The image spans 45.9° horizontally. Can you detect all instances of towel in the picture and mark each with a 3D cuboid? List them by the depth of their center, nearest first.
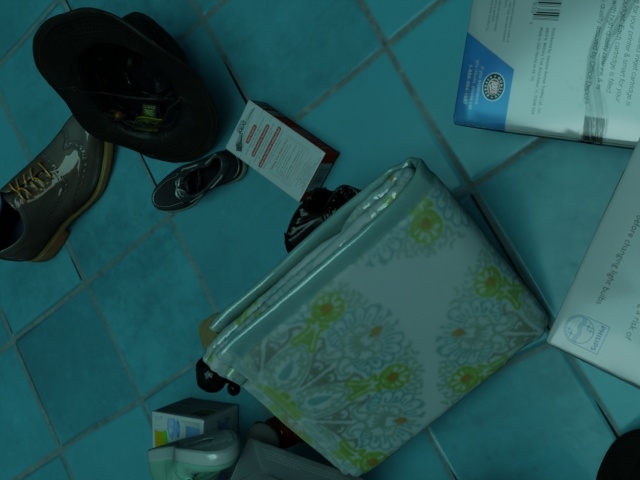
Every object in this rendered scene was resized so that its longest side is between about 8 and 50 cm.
[{"bbox_3d":[0.076,0.118,1.002,0.374,0.090,0.320,-40,119,7],"label":"towel"}]

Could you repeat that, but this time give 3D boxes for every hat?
[{"bbox_3d":[-0.297,-0.281,1.257,0.331,0.331,0.134,1,55,29],"label":"hat"}]

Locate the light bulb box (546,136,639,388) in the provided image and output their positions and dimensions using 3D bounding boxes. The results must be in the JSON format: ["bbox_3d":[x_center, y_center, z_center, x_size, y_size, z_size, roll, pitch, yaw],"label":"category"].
[{"bbox_3d":[0.458,0.089,0.758,0.361,0.358,0.225,25,93,24],"label":"light bulb box"}]

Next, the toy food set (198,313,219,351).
[{"bbox_3d":[-0.175,0.169,1.315,0.083,0.020,0.083,-29,80,26],"label":"toy food set"}]

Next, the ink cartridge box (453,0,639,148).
[{"bbox_3d":[0.345,-0.233,0.944,0.307,0.129,0.223,13,99,27],"label":"ink cartridge box"}]

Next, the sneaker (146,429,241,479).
[{"bbox_3d":[-0.175,0.373,1.138,0.256,0.094,0.151,-28,75,54],"label":"sneaker"}]

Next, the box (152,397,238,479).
[{"bbox_3d":[-0.214,0.387,1.302,0.114,0.103,0.203,1,94,28],"label":"box"}]

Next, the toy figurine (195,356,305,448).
[{"bbox_3d":[-0.067,0.213,1.186,0.209,0.148,0.213,-44,73,24],"label":"toy figurine"}]

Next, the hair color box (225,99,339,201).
[{"bbox_3d":[-0.063,-0.144,1.216,0.167,0.053,0.093,37,111,20],"label":"hair color box"}]

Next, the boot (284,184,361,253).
[{"bbox_3d":[0.000,0.000,1.103,0.246,0.207,0.094,-36,76,26],"label":"boot"}]

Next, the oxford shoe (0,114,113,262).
[{"bbox_3d":[-0.508,-0.097,1.415,0.130,0.132,0.364,41,111,21],"label":"oxford shoe"}]

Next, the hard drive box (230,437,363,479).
[{"bbox_3d":[-0.047,0.418,1.137,0.181,0.089,0.232,18,136,8],"label":"hard drive box"}]

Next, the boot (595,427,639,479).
[{"bbox_3d":[0.520,0.347,0.850,0.284,0.377,0.138,33,76,-12],"label":"boot"}]

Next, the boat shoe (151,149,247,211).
[{"bbox_3d":[-0.224,-0.104,1.299,0.206,0.065,0.075,-21,84,28],"label":"boat shoe"}]
